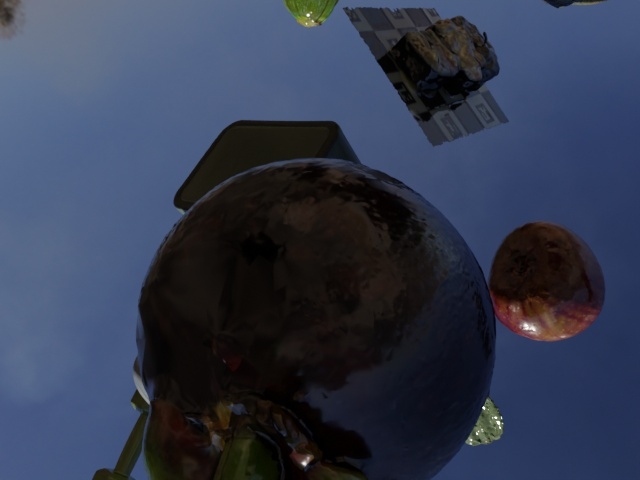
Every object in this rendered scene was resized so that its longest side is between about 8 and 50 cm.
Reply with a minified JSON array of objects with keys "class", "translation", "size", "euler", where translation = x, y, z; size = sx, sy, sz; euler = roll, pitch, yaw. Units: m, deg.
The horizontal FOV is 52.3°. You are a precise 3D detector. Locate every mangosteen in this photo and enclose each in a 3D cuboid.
[{"class":"mangosteen","translation":[-0.023,0.093,0.534],"size":[0.306,0.306,0.359],"euler":[-1,-159,35]}]

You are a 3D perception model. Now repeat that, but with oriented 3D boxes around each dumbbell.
[{"class":"dumbbell","translation":[-0.467,0.514,1.640],"size":[0.302,0.121,0.108],"euler":[-68,-165,-17]}]

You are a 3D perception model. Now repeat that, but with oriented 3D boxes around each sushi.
[{"class":"sushi","translation":[0.245,-0.347,1.202],"size":[0.100,0.296,0.373],"euler":[-36,172,38]}]

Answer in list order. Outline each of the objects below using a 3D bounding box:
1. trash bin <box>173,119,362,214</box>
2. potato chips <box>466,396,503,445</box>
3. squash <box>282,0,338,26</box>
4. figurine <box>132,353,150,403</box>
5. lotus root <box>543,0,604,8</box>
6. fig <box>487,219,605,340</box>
[{"class":"trash bin","translation":[0.000,0.000,0.921],"size":[0.223,0.343,0.158],"euler":[10,-118,43]},{"class":"potato chips","translation":[0.236,0.374,1.559],"size":[0.358,0.429,0.070],"euler":[-12,-140,31]},{"class":"squash","translation":[-0.020,-0.333,0.673],"size":[0.077,0.219,0.068],"euler":[-12,-178,29]},{"class":"figurine","translation":[-0.122,0.174,0.843],"size":[0.133,0.236,0.176],"euler":[2,-104,67]},{"class":"lotus root","translation":[0.281,-0.363,0.552],"size":[0.346,0.250,0.250],"euler":[-47,-159,26]},{"class":"fig","translation":[0.351,0.075,0.971],"size":[0.175,0.207,0.175],"euler":[-28,-135,32]}]
